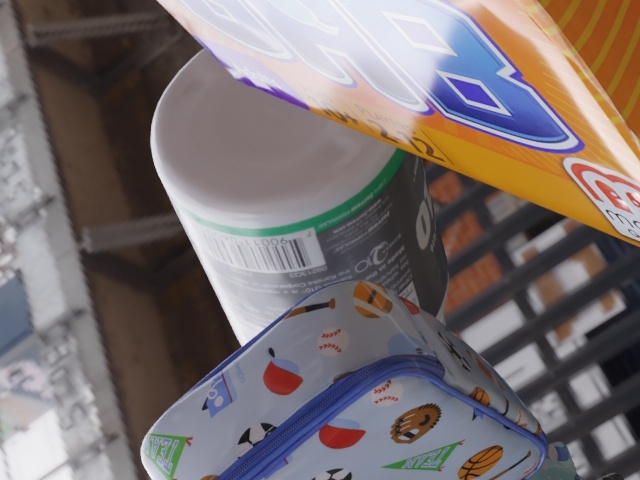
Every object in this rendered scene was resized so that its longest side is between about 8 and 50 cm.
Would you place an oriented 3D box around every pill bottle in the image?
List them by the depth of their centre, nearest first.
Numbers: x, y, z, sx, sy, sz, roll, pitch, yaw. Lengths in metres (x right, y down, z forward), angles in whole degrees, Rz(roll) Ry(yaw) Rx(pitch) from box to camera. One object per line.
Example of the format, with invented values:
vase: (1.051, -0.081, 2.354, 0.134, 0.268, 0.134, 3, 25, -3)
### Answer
pill bottle: (0.000, 0.000, 1.238, 0.361, 0.204, 0.204, 71, -179, -53)

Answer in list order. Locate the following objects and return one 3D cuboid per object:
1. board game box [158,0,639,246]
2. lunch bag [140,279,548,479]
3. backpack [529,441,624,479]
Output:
board game box: (0.061, -0.264, 0.566, 0.356, 0.356, 0.356, 43, 170, -39)
lunch bag: (0.024, 0.167, 1.065, 0.303, 0.243, 0.115, 38, -167, -51)
backpack: (0.166, 0.315, 1.297, 0.191, 0.253, 0.225, 55, 159, 34)
